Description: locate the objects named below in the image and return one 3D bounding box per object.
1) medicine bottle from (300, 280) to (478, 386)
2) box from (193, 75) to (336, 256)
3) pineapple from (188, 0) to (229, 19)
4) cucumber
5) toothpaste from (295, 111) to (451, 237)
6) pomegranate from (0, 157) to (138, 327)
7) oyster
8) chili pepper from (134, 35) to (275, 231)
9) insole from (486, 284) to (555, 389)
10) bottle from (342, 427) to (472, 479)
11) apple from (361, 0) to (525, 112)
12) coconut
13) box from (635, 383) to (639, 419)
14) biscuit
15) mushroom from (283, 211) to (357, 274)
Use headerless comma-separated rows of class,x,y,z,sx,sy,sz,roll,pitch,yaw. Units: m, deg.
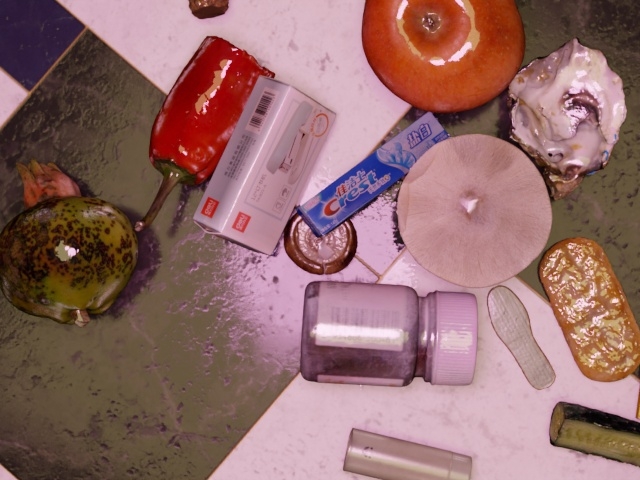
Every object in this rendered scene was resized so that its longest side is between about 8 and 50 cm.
medicine bottle,0.107,0.151,1.853,0.273,0.165,0.165,4,88,0
box,-0.088,-0.117,1.876,0.079,0.135,0.269,25,89,41
pineapple,-0.190,-0.451,1.929,0.074,0.074,0.159,-7,80,1
cucumber,0.483,0.314,1.893,0.211,0.062,0.078,12,122,-4
toothpaste,0.088,-0.107,1.891,0.272,0.053,0.066,-37,89,-11
pomegranate,-0.416,0.005,1.878,0.222,0.276,0.204,-12,128,-18
oyster,0.401,-0.206,1.896,0.223,0.083,0.214,-39,93,-10
chili pepper,-0.212,-0.160,1.884,0.131,0.134,0.338,23,84,44
insole,0.330,0.161,1.924,0.064,0.004,0.188,-29,87,2
bottle,0.141,0.361,1.890,0.202,0.072,0.072,13,89,2
apple,0.190,-0.334,1.845,0.252,0.206,0.271,-19,89,4
coconut,0.238,-0.045,1.804,0.238,0.266,0.237,0,92,9
box,0.570,0.222,1.907,0.087,0.023,0.155,8,88,5
biscuit,0.445,0.114,1.910,0.118,0.029,0.247,-23,88,1
mushroom,0.000,0.000,1.915,0.123,0.052,0.123,0,83,-3
